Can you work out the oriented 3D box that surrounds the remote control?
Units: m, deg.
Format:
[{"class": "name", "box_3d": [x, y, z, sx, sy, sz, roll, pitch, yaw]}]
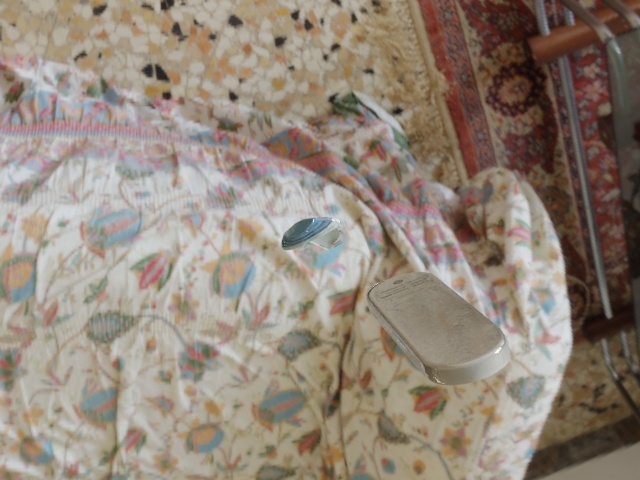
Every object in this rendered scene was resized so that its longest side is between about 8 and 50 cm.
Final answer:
[{"class": "remote control", "box_3d": [0.103, 0.075, 0.827, 0.077, 0.245, 0.022, -18, 106, -8]}]

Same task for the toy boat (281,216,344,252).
[{"class": "toy boat", "box_3d": [0.004, -0.006, 1.501, 0.149, 0.034, 0.105, 9, 146, -42]}]
